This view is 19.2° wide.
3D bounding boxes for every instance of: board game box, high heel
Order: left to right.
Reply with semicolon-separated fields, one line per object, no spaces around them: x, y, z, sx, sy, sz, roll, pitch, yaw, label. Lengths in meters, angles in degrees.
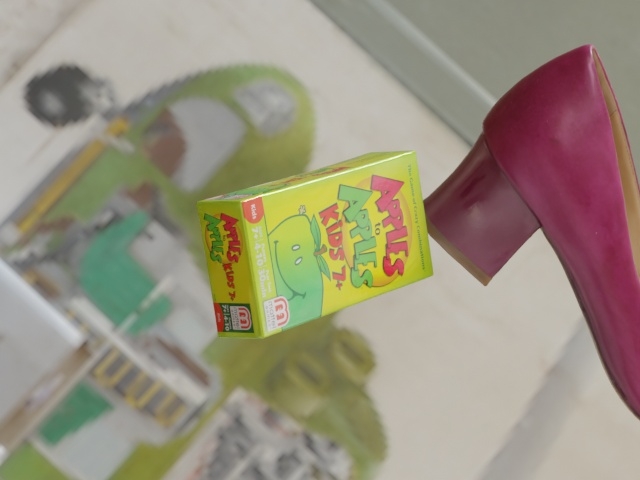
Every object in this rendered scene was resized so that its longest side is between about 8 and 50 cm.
0.000;0.000;1.284;0.043;0.092;0.181;-2;-169;42;board game box
0.264;0.027;1.403;0.181;0.377;0.127;-47;-162;24;high heel
